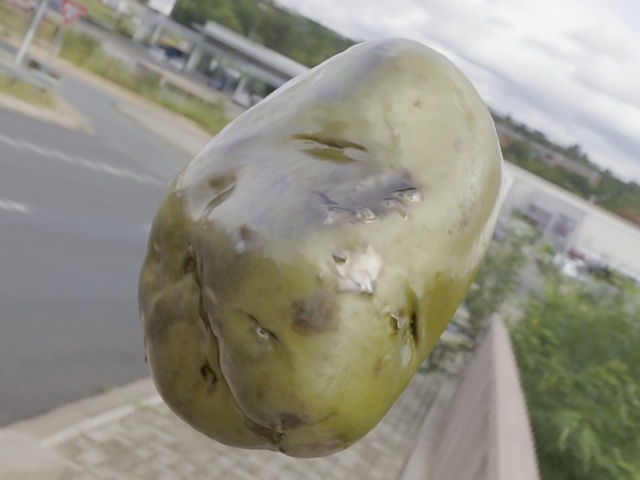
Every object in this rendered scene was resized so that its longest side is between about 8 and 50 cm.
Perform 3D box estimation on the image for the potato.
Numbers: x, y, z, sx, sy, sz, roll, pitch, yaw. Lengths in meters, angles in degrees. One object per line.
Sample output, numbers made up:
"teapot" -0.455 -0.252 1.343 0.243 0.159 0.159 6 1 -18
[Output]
"potato" 0.004 0.003 0.624 0.154 0.200 0.137 -1 -42 42
